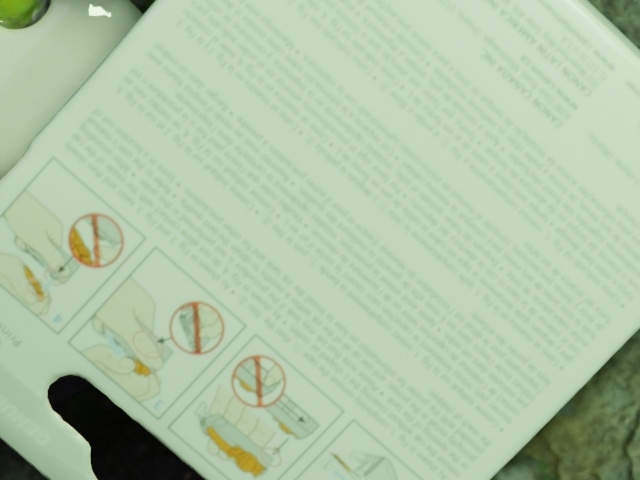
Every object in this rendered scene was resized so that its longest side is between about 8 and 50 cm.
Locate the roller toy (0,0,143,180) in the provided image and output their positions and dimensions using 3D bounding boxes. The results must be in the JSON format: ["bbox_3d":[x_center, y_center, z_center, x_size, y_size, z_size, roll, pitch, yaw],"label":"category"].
[{"bbox_3d":[-0.177,-0.086,0.991,0.209,0.191,0.146,44,81,-15],"label":"roller toy"}]

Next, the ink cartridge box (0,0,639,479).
[{"bbox_3d":[0.000,0.000,0.907,0.308,0.091,0.385,42,99,-8],"label":"ink cartridge box"}]
